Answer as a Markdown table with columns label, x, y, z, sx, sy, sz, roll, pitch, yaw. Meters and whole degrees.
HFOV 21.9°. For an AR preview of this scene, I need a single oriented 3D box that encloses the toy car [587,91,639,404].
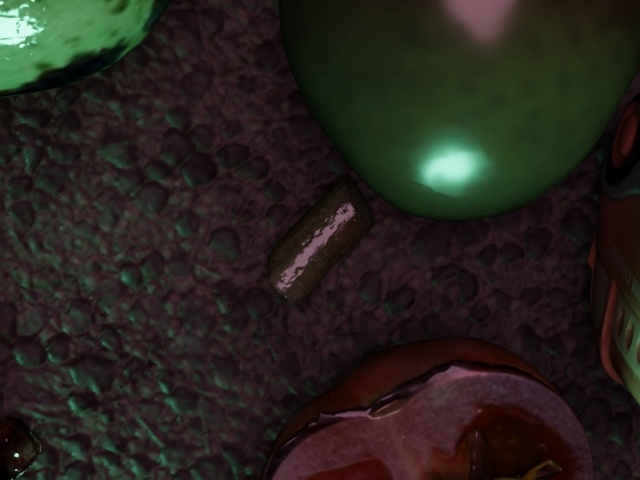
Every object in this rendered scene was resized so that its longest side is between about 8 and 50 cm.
| label | x | y | z | sx | sy | sz | roll | pitch | yaw |
| --- | --- | --- | --- | --- | --- | --- | --- | --- | --- |
| toy car | 0.271 | 0.037 | 1.088 | 0.180 | 0.270 | 0.212 | 15 | 109 | -9 |

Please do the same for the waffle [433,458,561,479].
| label | x | y | z | sx | sy | sz | roll | pitch | yaw |
| --- | --- | --- | --- | --- | --- | --- | --- | --- | --- |
| waffle | 0.075 | 0.333 | 1.111 | 0.379 | 0.095 | 0.382 | -13 | 113 | -1 |

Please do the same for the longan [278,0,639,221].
| label | x | y | z | sx | sy | sz | roll | pitch | yaw |
| --- | --- | --- | --- | --- | --- | --- | --- | --- | --- |
| longan | 0.097 | -0.147 | 1.067 | 0.258 | 0.258 | 0.258 | 0 | 92 | -4 |

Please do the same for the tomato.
| label | x | y | z | sx | sy | sz | roll | pitch | yaw |
| --- | --- | --- | --- | --- | --- | --- | --- | --- | --- |
| tomato | 0.070 | 0.159 | 1.137 | 0.228 | 0.112 | 0.199 | -19 | 114 | 5 |

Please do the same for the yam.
| label | x | y | z | sx | sy | sz | roll | pitch | yaw |
| --- | --- | --- | --- | --- | --- | --- | --- | --- | --- |
| yam | 0.000 | 0.000 | 1.163 | 0.094 | 0.043 | 0.043 | -45 | 94 | 0 |

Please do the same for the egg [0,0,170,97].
| label | x | y | z | sx | sy | sz | roll | pitch | yaw |
| --- | --- | --- | --- | --- | --- | --- | --- | --- | --- |
| egg | -0.249 | -0.255 | 1.021 | 0.379 | 0.287 | 0.287 | 37 | 89 | 10 |

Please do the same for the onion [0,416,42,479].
| label | x | y | z | sx | sy | sz | roll | pitch | yaw |
| --- | --- | --- | --- | --- | --- | --- | --- | --- | --- |
| onion | -0.265 | 0.199 | 1.104 | 0.140 | 0.195 | 0.218 | 4 | 47 | 18 |
